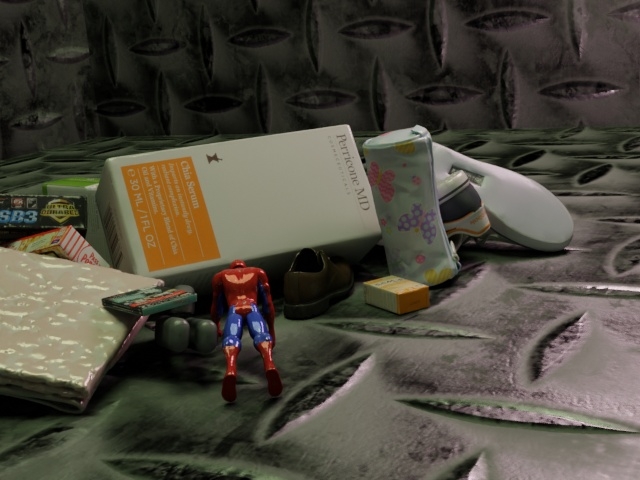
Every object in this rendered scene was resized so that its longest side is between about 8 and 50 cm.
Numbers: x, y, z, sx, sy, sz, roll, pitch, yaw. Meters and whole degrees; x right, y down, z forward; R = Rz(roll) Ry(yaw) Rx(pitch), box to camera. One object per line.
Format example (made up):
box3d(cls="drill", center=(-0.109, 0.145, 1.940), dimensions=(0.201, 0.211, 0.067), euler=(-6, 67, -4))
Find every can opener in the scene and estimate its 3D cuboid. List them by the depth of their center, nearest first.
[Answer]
box3d(cls="can opener", center=(-0.203, 0.115, 1.417), dimensions=(0.074, 0.093, 0.280), euler=(3, 1, -15))

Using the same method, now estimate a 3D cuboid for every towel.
box3d(cls="towel", center=(-0.424, 0.109, 1.399), dimensions=(0.332, 0.053, 0.317), euler=(12, 27, 5))

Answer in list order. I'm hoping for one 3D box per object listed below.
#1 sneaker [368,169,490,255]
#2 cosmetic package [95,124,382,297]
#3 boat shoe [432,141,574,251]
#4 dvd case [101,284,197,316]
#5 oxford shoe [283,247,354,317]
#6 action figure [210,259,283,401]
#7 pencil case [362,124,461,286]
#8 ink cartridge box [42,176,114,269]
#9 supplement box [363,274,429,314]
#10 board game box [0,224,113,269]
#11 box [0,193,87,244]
box3d(cls="sneaker", center=(0.178, -0.012, 1.841), dimensions=(0.126, 0.127, 0.321), euler=(-39, 7, -37))
box3d(cls="cosmetic package", center=(-0.141, -0.045, 1.743), dimensions=(0.453, 0.230, 0.161), euler=(-12, -17, -24))
box3d(cls="boat shoe", center=(0.298, -0.055, 1.903), dimensions=(0.367, 0.156, 0.136), euler=(24, 58, 11))
box3d(cls="dvd case", center=(-0.240, 0.083, 1.385), dimensions=(0.087, 0.013, 0.119), euler=(-15, 15, -38))
box3d(cls="oxford shoe", center=(0.002, 0.053, 1.657), dimensions=(0.083, 0.096, 0.227), euler=(-3, 12, 18))
box3d(cls="action figure", center=(-0.105, 0.139, 1.382), dimensions=(0.091, 0.139, 0.280), euler=(-4, 36, -6))
box3d(cls="pencil case", center=(0.154, -0.054, 1.682), dimensions=(0.124, 0.273, 0.113), euler=(-2, 18, 44))
box3d(cls="ink cartridge box", center=(-0.407, -0.019, 1.914), dimensions=(0.255, 0.189, 0.097), euler=(5, 15, 32))
box3d(cls="supplement box", center=(0.121, 0.086, 1.592), dimensions=(0.062, 0.036, 0.098), euler=(-12, 15, -31))
box3d(cls="board game box", center=(-0.431, 0.055, 1.616), dimensions=(0.193, 0.147, 0.045), euler=(-11, 41, 35))
box3d(cls="box", center=(-0.567, 0.007, 1.732), dimensions=(0.295, 0.073, 0.293), euler=(0, -21, -18))
